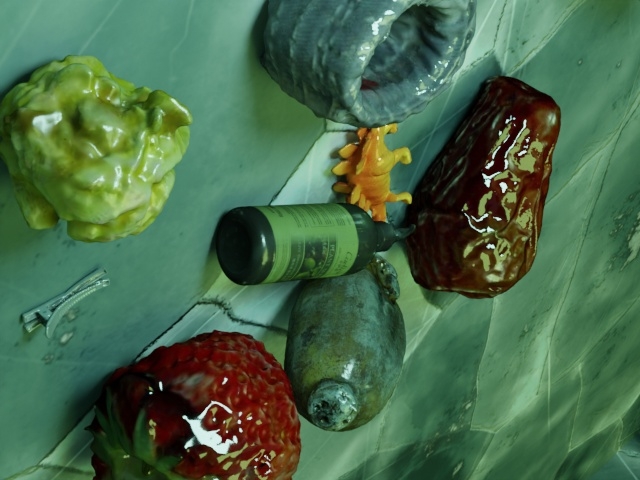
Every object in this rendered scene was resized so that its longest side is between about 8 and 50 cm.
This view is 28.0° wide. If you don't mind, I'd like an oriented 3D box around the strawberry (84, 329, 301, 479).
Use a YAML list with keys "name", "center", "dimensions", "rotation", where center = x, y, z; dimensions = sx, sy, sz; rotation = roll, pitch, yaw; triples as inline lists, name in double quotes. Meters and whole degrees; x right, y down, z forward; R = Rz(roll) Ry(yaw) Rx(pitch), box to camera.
- name: "strawberry"
  center: [-0.137, 0.256, 1.656]
  dimensions: [0.310, 0.292, 0.291]
  rotation: [-13, 132, -39]

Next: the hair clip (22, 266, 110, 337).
- name: "hair clip"
  center: [-0.289, 0.074, 1.490]
  dimensions: [0.115, 0.039, 0.030]
  rotation: [-38, 152, -28]

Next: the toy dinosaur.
- name: "toy dinosaur"
  center: [0.066, -0.108, 1.762]
  dimensions: [0.117, 0.070, 0.288]
  rotation: [-33, 140, -30]

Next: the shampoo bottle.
- name: "shampoo bottle"
  center: [0.000, 0.000, 1.702]
  dimensions: [0.284, 0.101, 0.101]
  rotation: [-4, 125, -41]

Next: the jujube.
- name: "jujube"
  center: [0.255, -0.077, 1.942]
  dimensions: [0.216, 0.216, 0.342]
  rotation: [2, 108, -55]

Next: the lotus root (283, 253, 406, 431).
- name: "lotus root"
  center: [0.030, 0.155, 1.800]
  dimensions: [0.349, 0.175, 0.175]
  rotation: [-72, 176, -55]

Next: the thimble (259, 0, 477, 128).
- name: "thimble"
  center: [0.054, -0.245, 1.502]
  dimensions: [0.236, 0.172, 0.205]
  rotation: [-43, 146, -21]

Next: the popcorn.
- name: "popcorn"
  center: [-0.223, -0.091, 1.274]
  dimensions: [0.167, 0.185, 0.187]
  rotation: [-39, 143, -56]
